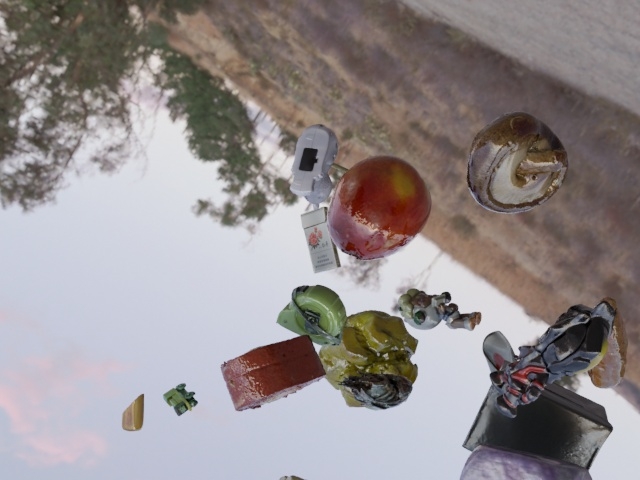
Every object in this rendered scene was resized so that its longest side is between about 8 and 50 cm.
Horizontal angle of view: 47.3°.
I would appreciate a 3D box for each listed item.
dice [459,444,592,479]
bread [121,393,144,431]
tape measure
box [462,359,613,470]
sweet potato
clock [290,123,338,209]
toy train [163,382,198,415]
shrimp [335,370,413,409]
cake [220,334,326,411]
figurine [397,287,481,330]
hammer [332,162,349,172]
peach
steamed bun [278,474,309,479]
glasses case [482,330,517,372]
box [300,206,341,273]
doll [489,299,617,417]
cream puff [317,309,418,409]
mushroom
[{"bbox_3d":[0.502,0.662,1.794,0.271,0.270,0.270,4,167,38],"label":"dice"},{"bbox_3d":[-0.524,0.482,2.051,0.062,0.103,0.049,-4,170,21],"label":"bread"},{"bbox_3d":[-0.015,0.211,2.063,0.200,0.175,0.106,29,-144,15],"label":"tape measure"},{"bbox_3d":[0.631,0.548,2.146,0.345,0.251,0.204,25,-169,14],"label":"box"},{"bbox_3d":[0.652,0.230,1.671,0.097,0.097,0.252,-120,14,-59],"label":"sweet potato"},{"bbox_3d":[-0.006,-0.164,1.611,0.079,0.176,0.117,9,166,20],"label":"clock"},{"bbox_3d":[-0.429,0.487,2.245,0.122,0.081,0.050,27,140,51],"label":"toy train"},{"bbox_3d":[0.104,0.297,1.450,0.232,0.079,0.090,20,-156,-46],"label":"shrimp"},{"bbox_3d":[-0.116,0.337,1.907,0.282,0.177,0.151,-3,-118,-48],"label":"cake"},{"bbox_3d":[0.262,0.156,1.642,0.197,0.094,0.147,-5,-165,42],"label":"figurine"},{"bbox_3d":[0.071,-0.191,1.958,0.195,0.028,0.060,22,153,-10],"label":"hammer"},{"bbox_3d":[0.134,-0.075,1.786,0.238,0.281,0.281,52,-179,-38],"label":"peach"},{"bbox_3d":[-0.066,0.801,2.210,0.106,0.192,0.178,12,-129,-19],"label":"steamed bun"},{"bbox_3d":[0.642,0.470,2.509,0.308,0.083,0.128,68,169,-15],"label":"glasses case"},{"bbox_3d":[0.000,0.000,2.309,0.029,0.109,0.199,-10,-95,-45],"label":"box"},{"bbox_3d":[0.382,0.186,1.189,0.088,0.249,0.127,20,-150,-41],"label":"doll"},{"bbox_3d":[0.191,0.437,2.583,0.378,0.378,0.275,28,-173,-20],"label":"cream puff"},{"bbox_3d":[0.380,-0.158,1.452,0.231,0.194,0.138,38,-151,-40],"label":"mushroom"}]
